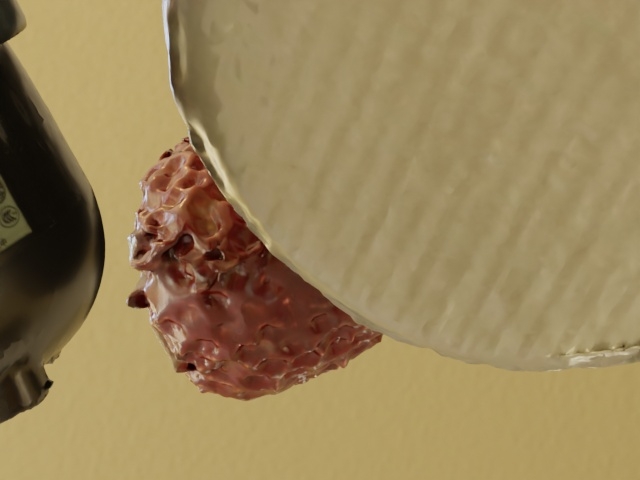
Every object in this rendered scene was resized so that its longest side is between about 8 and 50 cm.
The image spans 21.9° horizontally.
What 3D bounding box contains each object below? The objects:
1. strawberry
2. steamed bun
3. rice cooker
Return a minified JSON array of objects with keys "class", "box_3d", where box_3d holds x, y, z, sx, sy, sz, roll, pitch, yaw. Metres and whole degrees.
[{"class":"strawberry","box_3d":[0.000,0.000,1.127,0.244,0.205,0.205,-11,-28,24]},{"class":"steamed bun","box_3d":[0.113,-0.129,0.807,0.374,0.241,0.374,5,-62,10]},{"class":"rice cooker","box_3d":[-0.239,-0.007,0.762,0.267,0.267,0.224,-11,-71,50]}]
